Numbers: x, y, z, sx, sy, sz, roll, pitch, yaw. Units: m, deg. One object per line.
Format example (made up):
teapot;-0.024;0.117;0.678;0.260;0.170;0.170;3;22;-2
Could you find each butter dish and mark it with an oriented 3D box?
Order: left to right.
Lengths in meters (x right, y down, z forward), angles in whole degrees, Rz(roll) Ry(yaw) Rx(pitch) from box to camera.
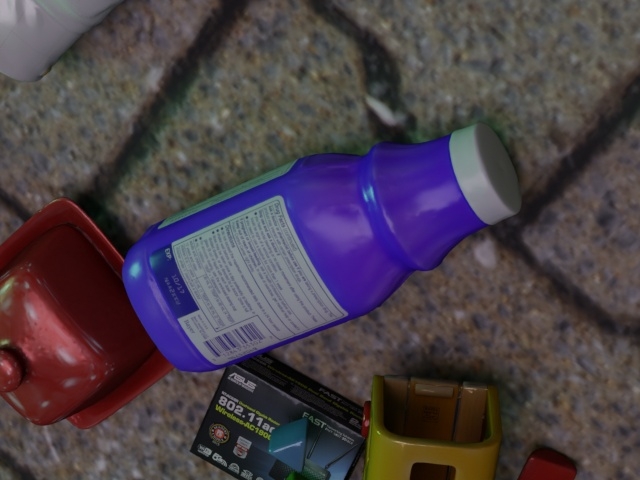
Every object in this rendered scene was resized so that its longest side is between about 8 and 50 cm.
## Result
butter dish;-0.211;0.076;1.052;0.160;0.118;0.160;-37;93;33

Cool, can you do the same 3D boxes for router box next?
router box;-0.029;0.149;1.063;0.122;0.038;0.092;28;115;8

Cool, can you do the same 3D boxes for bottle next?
bottle;0.000;0.000;0.969;0.283;0.092;0.118;-23;106;25

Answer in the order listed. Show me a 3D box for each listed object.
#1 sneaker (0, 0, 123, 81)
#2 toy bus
sneaker;-0.268;-0.245;0.970;0.169;0.108;0.292;-41;93;24
toy bus;0.072;0.196;0.983;0.191;0.104;0.202;-38;108;20
